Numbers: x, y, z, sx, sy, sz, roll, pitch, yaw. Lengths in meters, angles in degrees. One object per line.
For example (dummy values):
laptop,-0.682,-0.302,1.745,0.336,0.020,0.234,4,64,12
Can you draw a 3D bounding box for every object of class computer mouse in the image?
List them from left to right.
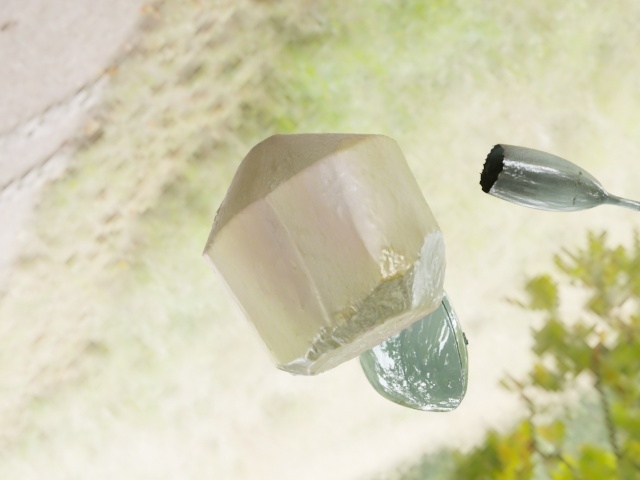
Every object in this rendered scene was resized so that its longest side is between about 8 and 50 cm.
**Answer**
computer mouse,0.102,0.136,2.074,0.097,0.159,0.288,-64,152,-25

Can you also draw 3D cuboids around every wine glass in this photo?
wine glass,0.251,-0.048,1.579,0.066,0.198,0.066,-167,-90,-71

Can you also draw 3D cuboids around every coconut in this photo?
coconut,0.000,0.000,1.699,0.239,0.244,0.239,-27,170,-5
